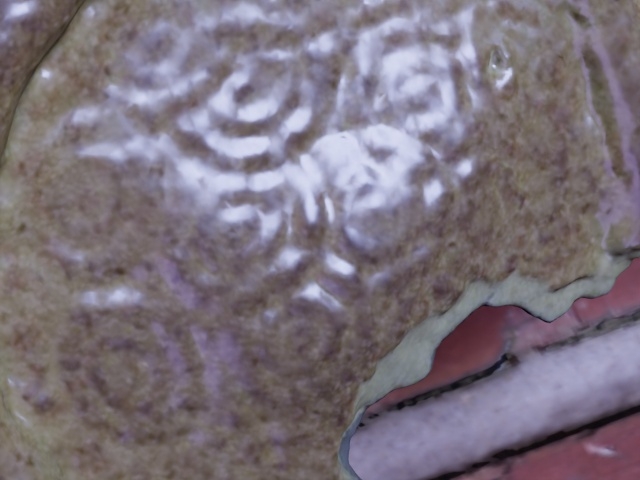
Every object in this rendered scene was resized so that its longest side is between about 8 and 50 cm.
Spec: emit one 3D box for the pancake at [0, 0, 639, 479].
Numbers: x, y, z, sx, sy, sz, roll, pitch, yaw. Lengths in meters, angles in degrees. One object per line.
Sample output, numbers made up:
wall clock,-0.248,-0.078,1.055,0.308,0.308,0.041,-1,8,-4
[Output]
pancake,0.000,0.000,0.418,0.288,0.033,0.286,-13,102,-20
